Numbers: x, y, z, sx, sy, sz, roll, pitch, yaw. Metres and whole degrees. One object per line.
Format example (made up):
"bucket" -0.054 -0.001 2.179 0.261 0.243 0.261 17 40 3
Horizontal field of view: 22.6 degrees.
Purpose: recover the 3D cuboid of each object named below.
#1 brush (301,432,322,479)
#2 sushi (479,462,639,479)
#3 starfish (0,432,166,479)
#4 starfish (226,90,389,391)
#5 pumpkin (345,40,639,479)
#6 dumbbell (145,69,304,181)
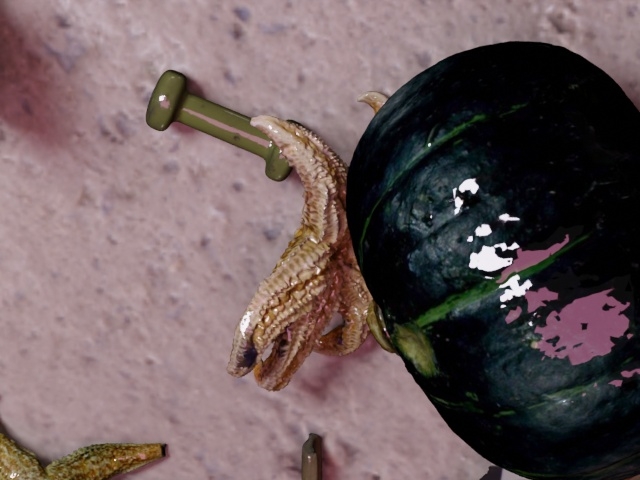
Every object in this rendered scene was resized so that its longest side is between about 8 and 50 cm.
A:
"brush" -0.014 0.277 1.303 0.036 0.043 0.248 -2 109 -5
"sushi" 0.212 0.251 1.289 0.264 0.050 0.290 27 105 -16
"starfish" -0.214 0.217 1.251 0.223 0.050 0.217 -16 85 -10
"starfish" 0.002 0.000 1.174 0.071 0.216 0.238 21 76 30
"pumpkin" 0.141 0.019 1.077 0.238 0.315 0.315 -32 105 15
"dumbbell" -0.070 -0.085 1.180 0.118 0.052 0.046 23 104 -6
